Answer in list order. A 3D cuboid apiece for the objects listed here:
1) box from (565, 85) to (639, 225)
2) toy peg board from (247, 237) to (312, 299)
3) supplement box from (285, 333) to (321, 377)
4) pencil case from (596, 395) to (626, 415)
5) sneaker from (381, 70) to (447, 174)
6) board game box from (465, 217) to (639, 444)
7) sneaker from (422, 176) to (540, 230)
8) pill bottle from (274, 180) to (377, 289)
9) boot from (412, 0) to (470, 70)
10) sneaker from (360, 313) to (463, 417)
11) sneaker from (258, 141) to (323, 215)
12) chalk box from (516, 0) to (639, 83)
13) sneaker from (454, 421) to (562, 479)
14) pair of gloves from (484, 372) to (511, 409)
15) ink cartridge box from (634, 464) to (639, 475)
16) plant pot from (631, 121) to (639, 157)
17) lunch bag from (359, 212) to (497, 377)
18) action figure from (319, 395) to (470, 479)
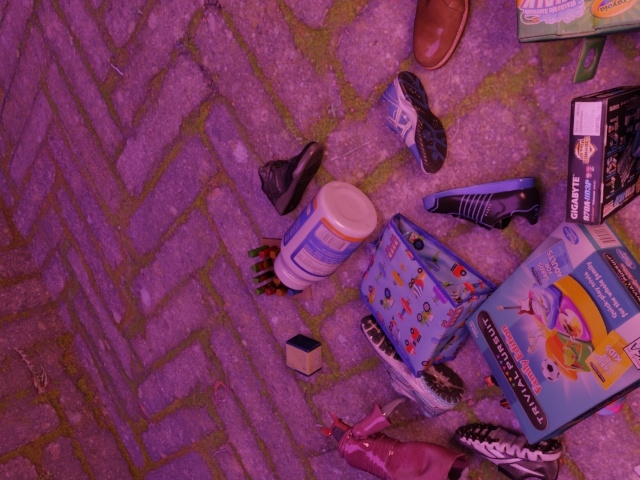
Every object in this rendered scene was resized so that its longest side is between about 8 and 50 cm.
[{"bbox_3d":[0.431,-0.133,0.875,0.051,0.220,0.175,11,113,41],"label":"box"},{"bbox_3d":[-0.116,0.083,1.565,0.160,0.079,0.162,4,108,42],"label":"toy peg board"},{"bbox_3d":[-0.045,0.311,1.598,0.083,0.056,0.083,15,115,39],"label":"supplement box"},{"bbox_3d":[0.498,0.191,1.020,0.104,0.104,0.237,25,119,35],"label":"pencil case"},{"bbox_3d":[0.187,-0.227,1.179,0.081,0.080,0.211,-29,75,51],"label":"sneaker"},{"bbox_3d":[0.408,0.156,0.990,0.254,0.079,0.336,67,148,31],"label":"board game box"},{"bbox_3d":[0.300,-0.061,1.122,0.232,0.081,0.091,-7,93,43],"label":"sneaker"},{"bbox_3d":[0.000,0.000,1.376,0.152,0.152,0.272,54,134,14],"label":"pill bottle"},{"bbox_3d":[0.207,-0.455,1.044,0.112,0.115,0.306,29,124,30],"label":"boot"},{"bbox_3d":[0.183,0.291,1.344,0.283,0.110,0.122,45,134,22],"label":"sneaker"},{"bbox_3d":[-0.082,-0.175,1.433,0.130,0.087,0.228,47,137,12],"label":"sneaker"},{"bbox_3d":[0.400,-0.379,0.847,0.179,0.180,0.289,7,111,42],"label":"chalk box"},{"bbox_3d":[0.388,0.452,1.230,0.234,0.078,0.106,-2,101,41],"label":"sneaker"},{"bbox_3d":[0.388,0.309,1.226,0.074,0.010,0.083,-42,73,45],"label":"pair of gloves"},{"bbox_3d":[0.642,0.464,1.004,0.198,0.067,0.115,48,132,20],"label":"ink cartridge box"},{"bbox_3d":[0.566,-0.198,0.717,0.255,0.271,0.272,21,120,19],"label":"plant pot"},{"bbox_3d":[0.191,0.101,1.266,0.293,0.138,0.221,47,134,33],"label":"lunch bag"},{"bbox_3d":[0.152,0.516,1.356,0.369,0.275,0.248,16,123,23],"label":"action figure"}]
